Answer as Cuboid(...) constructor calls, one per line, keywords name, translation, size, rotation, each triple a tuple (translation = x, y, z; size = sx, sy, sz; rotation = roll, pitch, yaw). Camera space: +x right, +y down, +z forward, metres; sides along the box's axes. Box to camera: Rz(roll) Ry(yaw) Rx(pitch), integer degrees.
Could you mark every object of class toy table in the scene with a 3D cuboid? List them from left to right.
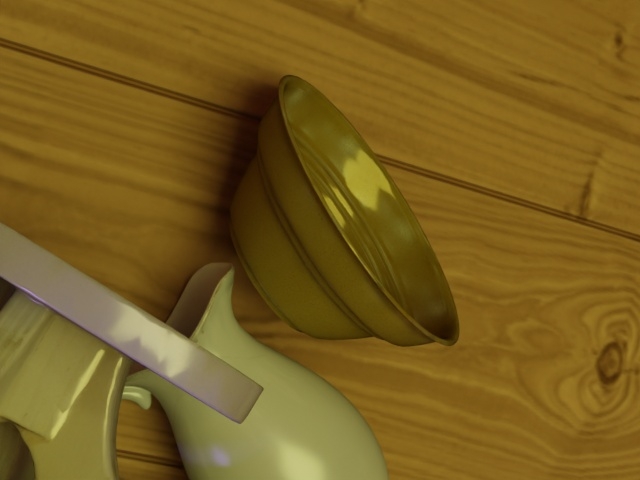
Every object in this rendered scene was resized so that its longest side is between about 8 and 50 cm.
Cuboid(name="toy table", translation=(-0.190, 0.085, 1.101), size=(0.161, 0.274, 0.252), rotation=(-59, 159, -7))

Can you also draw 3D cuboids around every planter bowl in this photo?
Cuboid(name="planter bowl", translation=(0.000, 0.000, 1.254), size=(0.090, 0.217, 0.217), rotation=(-32, 117, 15))

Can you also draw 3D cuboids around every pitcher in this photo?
Cuboid(name="pitcher", translation=(-0.065, 0.146, 1.251), size=(0.178, 0.125, 0.207), rotation=(-40, 104, -2))
